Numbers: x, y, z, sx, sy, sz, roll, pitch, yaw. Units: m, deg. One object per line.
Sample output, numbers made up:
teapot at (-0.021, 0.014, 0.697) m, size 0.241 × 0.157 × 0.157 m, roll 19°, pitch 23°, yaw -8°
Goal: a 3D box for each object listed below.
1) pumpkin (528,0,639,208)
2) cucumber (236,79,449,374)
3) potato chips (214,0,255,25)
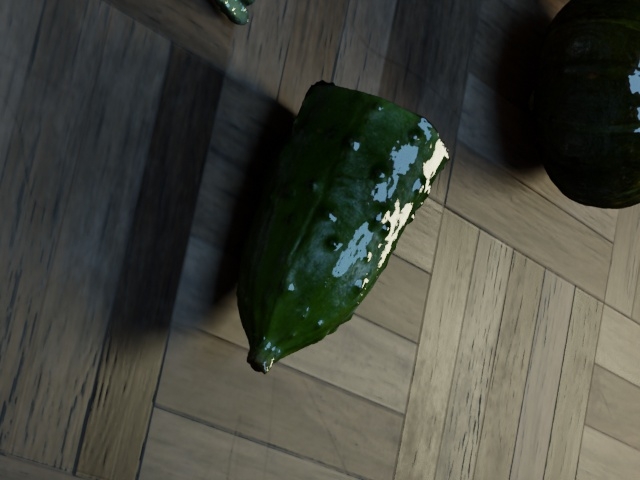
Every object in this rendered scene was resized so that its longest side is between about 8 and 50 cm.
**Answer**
pumpkin at (0.282, -0.140, 1.749) m, size 0.224 × 0.157 × 0.223 m, roll 2°, pitch 90°, yaw -70°
cucumber at (0.000, 0.002, 1.408) m, size 0.134 × 0.134 × 0.244 m, roll 51°, pitch 56°, yaw -41°
potato chips at (-0.095, -0.254, 1.345) m, size 0.207 × 0.028 × 0.092 m, roll 47°, pitch 57°, yaw -41°
